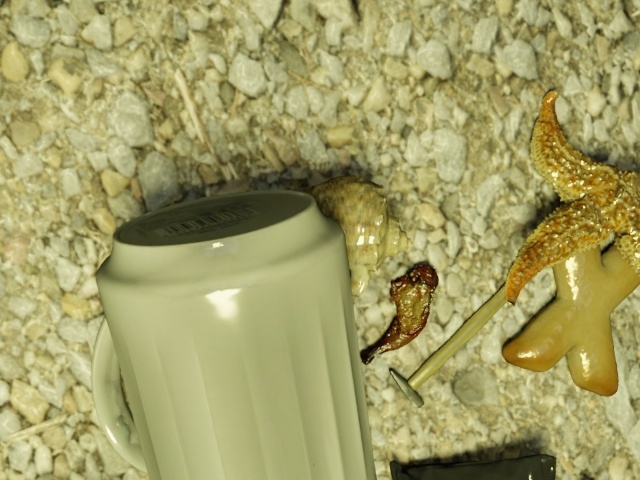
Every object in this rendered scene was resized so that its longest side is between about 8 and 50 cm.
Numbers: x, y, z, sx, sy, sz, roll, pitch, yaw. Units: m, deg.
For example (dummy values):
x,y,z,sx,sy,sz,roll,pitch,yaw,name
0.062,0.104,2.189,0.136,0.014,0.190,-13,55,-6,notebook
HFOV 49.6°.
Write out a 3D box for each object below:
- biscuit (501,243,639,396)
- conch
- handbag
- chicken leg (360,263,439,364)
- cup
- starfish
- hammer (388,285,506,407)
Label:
x,y,z,sx,sy,sz,roll,pitch,yaw,name
0.338,0.083,0.890,0.164,0.047,0.207,19,88,-8,biscuit
0.000,0.000,0.790,0.207,0.130,0.155,8,76,8,conch
0.195,0.389,0.856,0.211,0.088,0.254,-3,95,1,handbag
0.101,0.095,0.857,0.062,0.037,0.145,23,87,13,chicken leg
-0.112,0.129,0.716,0.323,0.237,0.326,-1,108,26,cup
0.382,-0.010,0.835,0.294,0.084,0.301,22,59,-6,starfish
0.173,0.123,0.880,0.199,0.013,0.062,-43,98,-6,hammer
